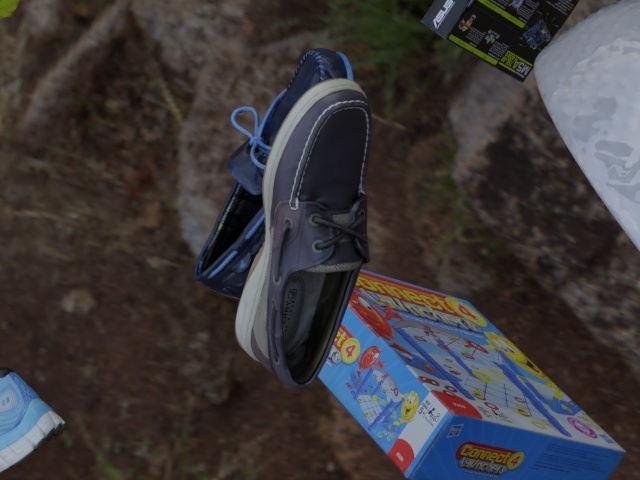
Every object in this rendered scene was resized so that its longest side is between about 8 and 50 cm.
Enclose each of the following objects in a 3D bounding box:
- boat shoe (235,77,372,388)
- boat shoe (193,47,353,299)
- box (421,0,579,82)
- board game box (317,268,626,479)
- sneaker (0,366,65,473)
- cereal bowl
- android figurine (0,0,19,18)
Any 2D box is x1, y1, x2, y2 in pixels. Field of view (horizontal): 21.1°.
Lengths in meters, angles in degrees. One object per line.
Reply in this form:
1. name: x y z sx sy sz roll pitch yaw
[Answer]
1. boat shoe: 0.000 0.000 1.494 0.092 0.103 0.285 44 127 43
2. boat shoe: -0.044 -0.055 1.575 0.109 0.089 0.258 50 125 60
3. box: 0.215 -0.274 1.837 0.045 0.190 0.184 44 105 31
4. board game box: 0.133 0.155 1.883 0.302 0.308 0.086 46 110 42
5. sneaker: -0.250 0.136 1.182 0.162 0.063 0.073 -31 90 24
6. cereal bowl: 0.311 -0.046 1.211 0.141 0.339 0.339 -41 61 19
7. android figurine: -0.217 -0.158 0.689 0.248 0.273 0.056 -8 65 43
